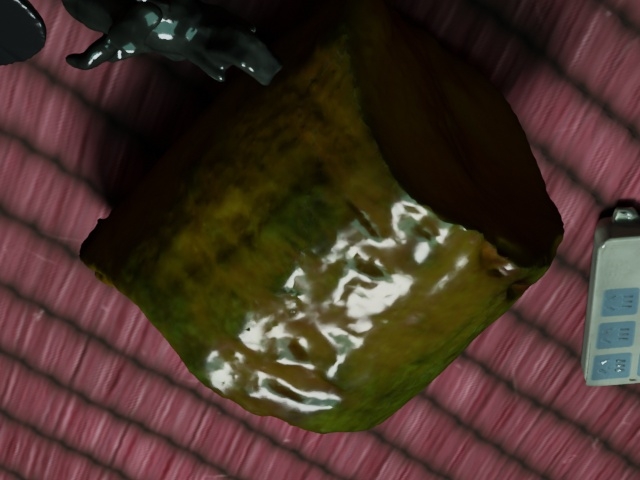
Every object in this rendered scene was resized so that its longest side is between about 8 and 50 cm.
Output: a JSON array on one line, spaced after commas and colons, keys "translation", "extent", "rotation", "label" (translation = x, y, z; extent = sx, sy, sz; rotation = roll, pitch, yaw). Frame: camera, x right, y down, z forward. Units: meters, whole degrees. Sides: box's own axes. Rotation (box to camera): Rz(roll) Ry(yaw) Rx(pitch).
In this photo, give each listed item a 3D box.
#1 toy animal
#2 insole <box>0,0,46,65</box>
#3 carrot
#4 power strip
[{"translation": [-0.128, -0.176, 1.155], "extent": [0.114, 0.146, 0.245], "rotation": [-46, 105, -13], "label": "toy animal"}, {"translation": [-0.320, -0.121, 1.220], "extent": [0.348, 0.009, 0.119], "rotation": [-8, 144, 31], "label": "insole"}, {"translation": [0.000, 0.000, 1.276], "extent": [0.241, 0.241, 0.340], "rotation": [26, 128, -27], "label": "carrot"}, {"translation": [0.249, 0.047, 1.489], "extent": [0.081, 0.035, 0.192], "rotation": [-3, 138, 0], "label": "power strip"}]
